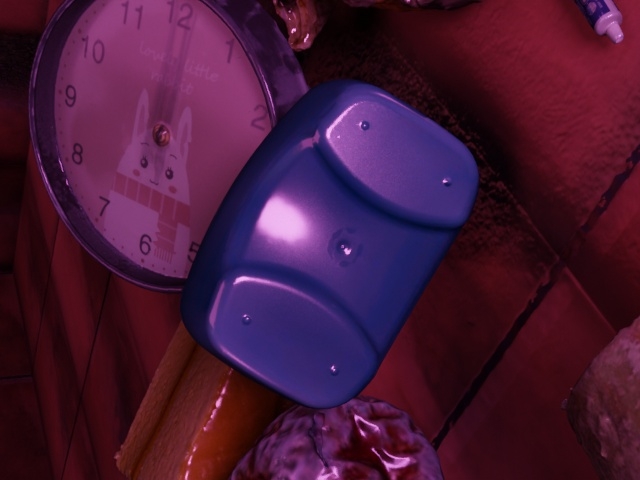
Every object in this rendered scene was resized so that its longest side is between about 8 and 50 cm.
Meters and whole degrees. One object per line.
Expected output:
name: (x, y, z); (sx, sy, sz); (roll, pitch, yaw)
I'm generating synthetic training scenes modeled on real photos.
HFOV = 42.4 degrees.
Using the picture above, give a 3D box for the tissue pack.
tissue pack: (0.000, 0.000, 0.784); (0.287, 0.198, 0.206); (-61, 16, -4)

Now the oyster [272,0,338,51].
oyster: (0.022, -0.376, 0.892); (0.166, 0.110, 0.341); (-1, 88, 56)

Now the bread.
bread: (-0.136, 0.119, 1.069); (0.233, 0.245, 0.362); (-4, 92, 62)

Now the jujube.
jujube: (0.002, 0.289, 0.843); (0.226, 0.226, 0.317); (65, 147, 35)

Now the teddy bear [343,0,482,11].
teddy bear: (0.090, -0.267, 0.758); (0.140, 0.177, 0.190); (52, 173, -35)

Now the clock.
clock: (-0.184, -0.123, 0.961); (0.386, 0.076, 0.386); (10, 110, 28)

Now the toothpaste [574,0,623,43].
toothpaste: (0.207, -0.207, 0.656); (0.037, 0.021, 0.140); (-57, 43, 47)

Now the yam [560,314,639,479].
yam: (0.264, 0.162, 0.433); (0.304, 0.168, 0.168); (64, 143, 40)
